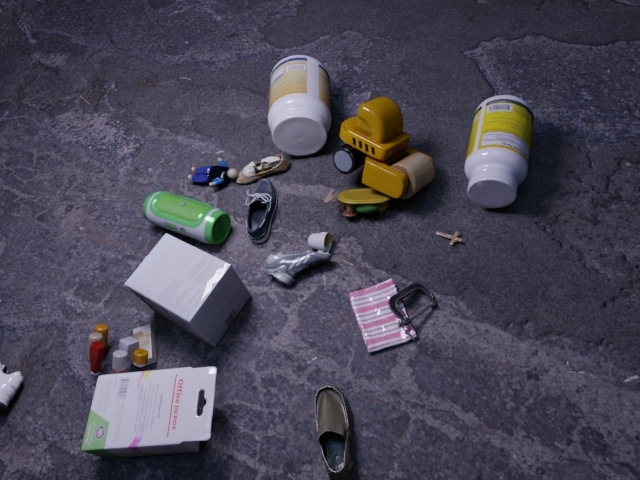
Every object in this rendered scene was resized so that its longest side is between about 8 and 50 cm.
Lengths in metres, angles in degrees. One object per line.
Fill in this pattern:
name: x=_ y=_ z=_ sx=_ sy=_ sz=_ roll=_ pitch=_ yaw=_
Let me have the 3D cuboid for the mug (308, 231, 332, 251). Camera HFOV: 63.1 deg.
mug: x=-0.001 y=0.003 z=1.663 sx=0.064 sy=0.078 sz=0.062 roll=3 pitch=90 yaw=25

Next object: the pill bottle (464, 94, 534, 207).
pill bottle: x=0.554 y=-0.274 z=1.629 sx=0.187 sy=0.188 sz=0.334 roll=9 pitch=60 yaw=18

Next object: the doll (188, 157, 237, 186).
doll: x=-0.386 y=-0.247 z=1.901 sx=0.188 sy=0.046 sz=0.129 roll=2 pitch=59 yaw=23

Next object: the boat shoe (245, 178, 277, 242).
boat shoe: x=-0.207 y=-0.115 z=1.766 sx=0.095 sy=0.079 sz=0.255 roll=1 pitch=58 yaw=14

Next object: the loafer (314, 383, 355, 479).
loafer: x=0.037 y=0.477 z=1.314 sx=0.094 sy=0.087 sz=0.251 roll=-16 pitch=55 yaw=3

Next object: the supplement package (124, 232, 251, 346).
supplement package: x=-0.391 y=0.148 z=1.563 sx=0.262 sy=0.198 sz=0.199 roll=23 pitch=66 yaw=25

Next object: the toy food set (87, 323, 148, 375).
toy food set: x=-0.606 y=0.340 z=1.519 sx=0.232 sy=0.111 sz=0.105 roll=19 pitch=107 yaw=27

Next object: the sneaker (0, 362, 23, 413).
sneaker: x=-1.042 y=0.431 z=1.604 sx=0.297 sy=0.111 sz=0.129 roll=14 pitch=46 yaw=17

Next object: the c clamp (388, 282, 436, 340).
c clamp: x=0.266 y=0.192 z=1.472 sx=0.160 sy=0.022 sz=0.137 roll=-34 pitch=60 yaw=-26

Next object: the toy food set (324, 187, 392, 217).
toy food set: x=0.127 y=-0.118 z=1.704 sx=0.217 sy=0.071 sz=0.128 roll=0 pitch=26 yaw=7

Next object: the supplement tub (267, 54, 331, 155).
supplement tub: x=-0.075 y=-0.487 z=1.890 sx=0.228 sy=0.228 sz=0.316 roll=-6 pitch=56 yaw=9

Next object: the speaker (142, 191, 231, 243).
speaker: x=-0.455 y=-0.079 z=1.774 sx=0.296 sy=0.131 sz=0.131 roll=17 pitch=63 yaw=23

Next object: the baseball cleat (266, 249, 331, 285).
baseball cleat: x=-0.066 y=0.086 z=1.620 sx=0.205 sy=0.072 sz=0.110 roll=-4 pitch=72 yaw=13

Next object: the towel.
towel: x=0.174 y=0.213 z=1.493 sx=0.144 sy=0.029 sz=0.197 roll=-20 pitch=55 yaw=1

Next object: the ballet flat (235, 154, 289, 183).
ballet flat: x=-0.216 y=-0.264 z=1.873 sx=0.206 sy=0.067 sz=0.073 roll=-20 pitch=57 yaw=0

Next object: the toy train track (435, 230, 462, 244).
toy train track: x=0.394 y=-0.010 z=1.599 sx=0.083 sy=0.014 sz=0.048 roll=20 pitch=71 yaw=30

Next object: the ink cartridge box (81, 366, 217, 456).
ink cartridge box: x=-0.435 y=0.465 z=1.413 sx=0.353 sy=0.119 sz=0.207 roll=-7 pitch=56 yaw=10

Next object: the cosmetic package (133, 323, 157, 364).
cosmetic package: x=-0.531 y=0.318 z=1.579 sx=0.060 sy=0.041 sz=0.115 roll=-19 pitch=55 yaw=1

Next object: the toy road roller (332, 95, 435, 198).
toy road roller: x=0.211 y=-0.307 z=1.669 sx=0.329 sy=0.241 sz=0.202 roll=32 pitch=43 yaw=24
